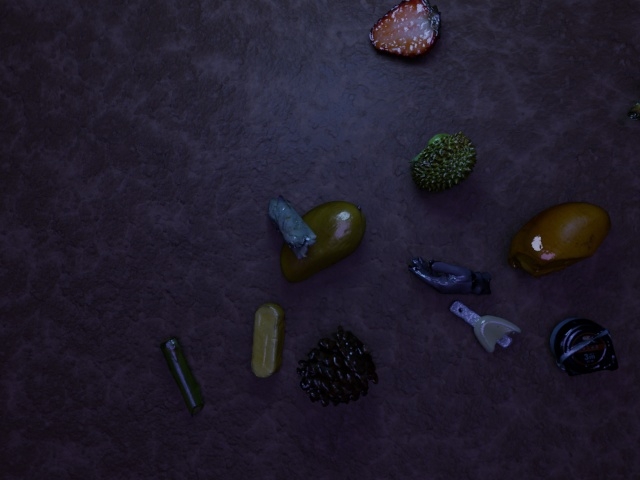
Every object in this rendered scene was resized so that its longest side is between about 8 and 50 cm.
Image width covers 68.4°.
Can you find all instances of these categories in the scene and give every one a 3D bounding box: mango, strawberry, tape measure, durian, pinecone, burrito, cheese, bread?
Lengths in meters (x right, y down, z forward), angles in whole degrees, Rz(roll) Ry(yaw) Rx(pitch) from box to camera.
[{"bbox_3d":[-0.001,-0.008,1.546,0.332,0.142,0.195,-30,74,10],"label":"mango"},{"bbox_3d":[0.291,-0.702,1.586,0.237,0.111,0.190,-4,99,25],"label":"strawberry"},{"bbox_3d":[0.846,0.341,1.526,0.182,0.107,0.180,-8,91,1],"label":"tape measure"},{"bbox_3d":[0.387,-0.244,1.500,0.200,0.237,0.176,-20,93,-15],"label":"durian"},{"bbox_3d":[0.056,0.411,1.499,0.224,0.224,0.272,46,110,3],"label":"pinecone"},{"bbox_3d":[0.776,-0.011,1.503,0.350,0.201,0.199,-32,117,-7],"label":"mango"},{"bbox_3d":[-0.103,-0.051,1.506,0.096,0.309,0.066,-46,131,8],"label":"burrito"},{"bbox_3d":[0.536,0.277,1.565,0.235,0.050,0.127,37,91,1],"label":"cheese"},{"bbox_3d":[-0.177,0.332,1.569,0.102,0.094,0.245,3,88,11],"label":"bread"}]

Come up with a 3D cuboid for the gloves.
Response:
[{"bbox_3d":[0.425,0.119,1.538,0.286,0.142,0.119,17,61,3],"label":"gloves"}]

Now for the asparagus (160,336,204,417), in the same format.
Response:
[{"bbox_3d":[-0.463,0.458,1.588,0.067,0.060,0.277,-26,88,-9],"label":"asparagus"}]

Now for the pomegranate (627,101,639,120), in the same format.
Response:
[{"bbox_3d":[1.086,-0.452,1.523,0.122,0.143,0.169,26,80,2],"label":"pomegranate"}]
